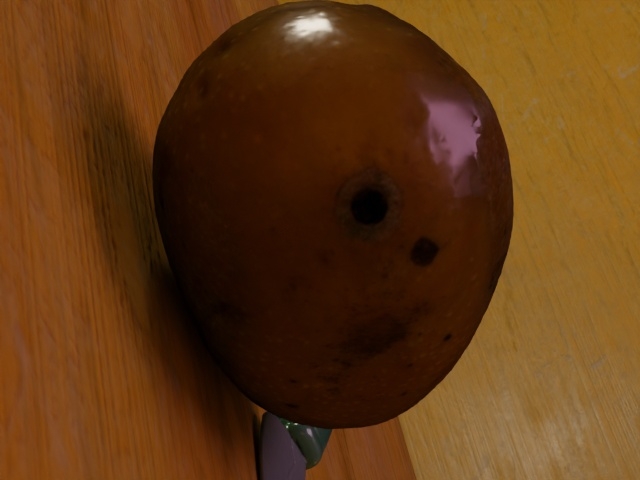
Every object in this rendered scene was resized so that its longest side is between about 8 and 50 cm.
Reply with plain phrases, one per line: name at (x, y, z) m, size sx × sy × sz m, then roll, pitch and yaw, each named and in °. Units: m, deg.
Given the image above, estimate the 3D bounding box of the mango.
mango at (-0.002, 0.006, 0.674) m, size 0.329 × 0.176 × 0.176 m, roll 106°, pitch 4°, yaw -59°

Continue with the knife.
knife at (-0.017, 0.128, 0.790) m, size 0.260 × 0.035 × 0.063 m, roll -82°, pitch 150°, yaw -75°
